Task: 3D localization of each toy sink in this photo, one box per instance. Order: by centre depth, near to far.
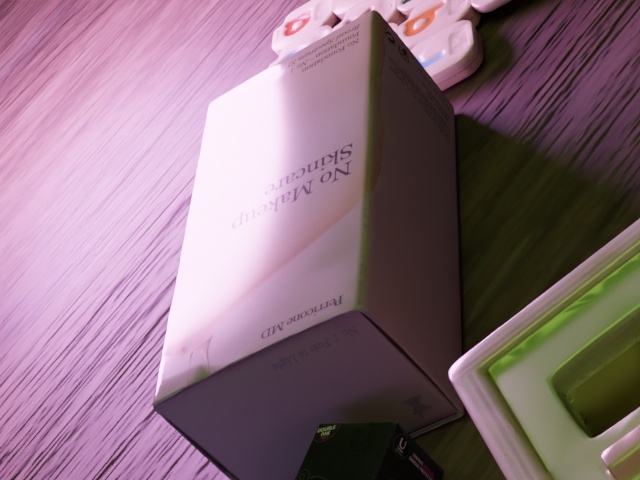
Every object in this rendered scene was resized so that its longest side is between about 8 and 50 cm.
[{"bbox_3d":[0.175,0.103,0.588,0.153,0.131,0.234,-38,31,8],"label":"toy sink"}]

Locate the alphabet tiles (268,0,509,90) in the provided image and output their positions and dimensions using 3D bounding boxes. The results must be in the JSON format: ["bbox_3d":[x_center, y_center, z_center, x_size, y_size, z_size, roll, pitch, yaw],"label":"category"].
[{"bbox_3d":[0.071,-0.198,1.184,0.278,0.021,0.284,-27,34,24],"label":"alphabet tiles"}]

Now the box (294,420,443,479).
[{"bbox_3d":[0.020,0.149,0.785,0.062,0.052,0.083,-8,45,42],"label":"box"}]

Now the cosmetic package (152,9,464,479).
[{"bbox_3d":[0.000,0.000,0.936,0.160,0.113,0.309,-27,33,24],"label":"cosmetic package"}]
